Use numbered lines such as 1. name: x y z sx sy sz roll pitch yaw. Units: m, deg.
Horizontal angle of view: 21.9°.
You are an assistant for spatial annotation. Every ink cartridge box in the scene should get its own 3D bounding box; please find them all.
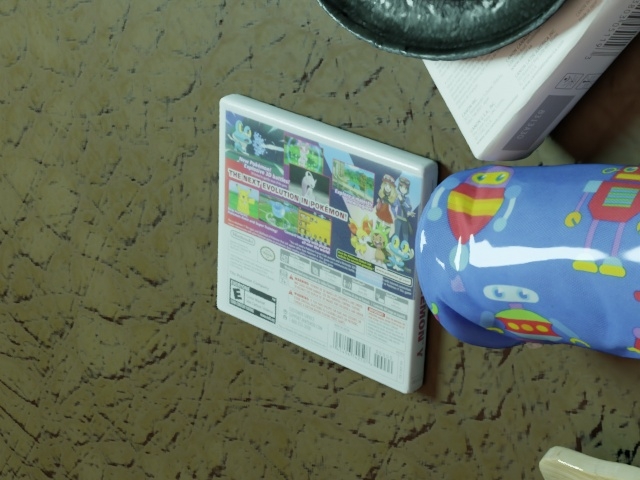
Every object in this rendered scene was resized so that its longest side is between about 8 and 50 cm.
1. ink cartridge box: 0.116 -0.192 1.061 0.181 0.056 0.225 -52 52 42

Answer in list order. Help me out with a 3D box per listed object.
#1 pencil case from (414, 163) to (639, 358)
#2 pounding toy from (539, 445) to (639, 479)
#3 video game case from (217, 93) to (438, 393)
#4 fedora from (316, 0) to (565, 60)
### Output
1. pencil case: 0.203 0.022 1.004 0.306 0.119 0.133 5 128 42
2. pounding toy: 0.253 0.201 1.069 0.269 0.155 0.154 9 142 51
3. video game case: 0.000 0.000 1.255 0.201 0.023 0.183 22 121 36
4. fedora: 0.025 -0.256 0.993 0.334 0.152 0.334 12 105 50
